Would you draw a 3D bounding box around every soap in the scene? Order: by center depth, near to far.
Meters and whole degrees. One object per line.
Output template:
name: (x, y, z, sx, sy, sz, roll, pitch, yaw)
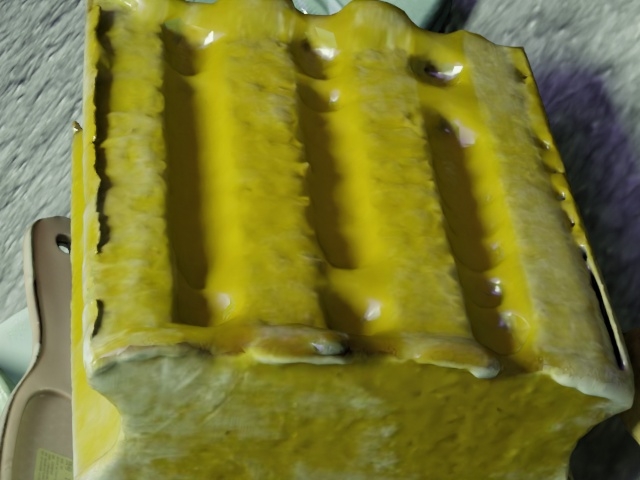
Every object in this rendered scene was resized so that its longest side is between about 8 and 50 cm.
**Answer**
soap: (0.000, 0.000, 0.954, 0.335, 0.293, 0.156, -101, 21, -48)

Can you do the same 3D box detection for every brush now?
brush: (-0.172, 0.102, 0.982, 0.067, 0.072, 0.313, -47, 32, 32)

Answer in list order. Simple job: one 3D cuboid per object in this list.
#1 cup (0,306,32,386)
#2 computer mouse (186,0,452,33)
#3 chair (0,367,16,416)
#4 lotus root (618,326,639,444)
cup: (-0.160, 0.218, 1.059, 0.347, 0.163, 0.347, -28, 42, 29)
computer mouse: (-0.029, -0.199, 1.321, 0.188, 0.122, 0.371, -49, 39, 5)
chair: (-0.343, 0.173, 1.028, 0.274, 0.190, 0.203, -52, 40, 12)
lotus root: (0.198, 0.088, 0.857, 0.152, 0.063, 0.072, -129, 43, -51)
